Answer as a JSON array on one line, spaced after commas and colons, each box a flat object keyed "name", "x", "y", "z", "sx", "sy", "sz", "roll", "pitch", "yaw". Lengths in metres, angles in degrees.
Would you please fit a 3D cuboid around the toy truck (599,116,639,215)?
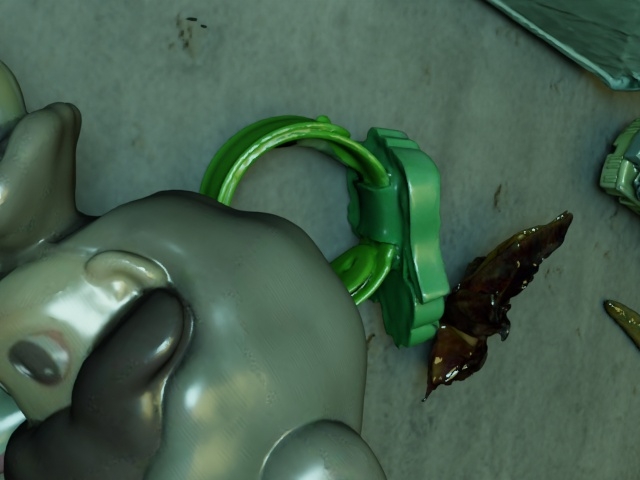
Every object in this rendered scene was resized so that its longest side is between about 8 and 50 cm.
[{"name": "toy truck", "x": 0.315, "y": -0.029, "z": 0.822, "sx": 0.191, "sy": 0.116, "sz": 0.085, "roll": 37, "pitch": 81, "yaw": -20}]

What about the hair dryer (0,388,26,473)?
[{"name": "hair dryer", "x": -0.233, "y": 0.075, "z": 0.583, "sx": 0.106, "sy": 0.054, "sz": 0.154, "roll": -20, "pitch": 99, "yaw": -20}]

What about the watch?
[{"name": "watch", "x": 0.000, "y": 0.000, "z": 0.651, "sx": 0.152, "sy": 0.131, "sz": 0.165, "roll": -8, "pitch": 104, "yaw": -17}]

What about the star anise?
[{"name": "star anise", "x": 0.127, "y": 0.040, "z": 0.721, "sx": 0.053, "sy": 0.212, "sz": 0.157, "roll": 30, "pitch": 60, "yaw": 12}]

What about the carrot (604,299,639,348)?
[{"name": "carrot", "x": 0.345, "y": 0.124, "z": 0.913, "sx": 0.254, "sy": 0.049, "sz": 0.049, "roll": 37, "pitch": 81, "yaw": -25}]

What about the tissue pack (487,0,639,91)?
[{"name": "tissue pack", "x": 0.222, "y": -0.354, "z": 0.651, "sx": 0.332, "sy": 0.205, "sz": 0.405, "roll": 26, "pitch": 86, "yaw": -25}]

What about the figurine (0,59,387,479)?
[{"name": "figurine", "x": -0.121, "y": 0.026, "z": 0.518, "sx": 0.380, "sy": 0.248, "sz": 0.203, "roll": 52, "pitch": 54, "yaw": -6}]
